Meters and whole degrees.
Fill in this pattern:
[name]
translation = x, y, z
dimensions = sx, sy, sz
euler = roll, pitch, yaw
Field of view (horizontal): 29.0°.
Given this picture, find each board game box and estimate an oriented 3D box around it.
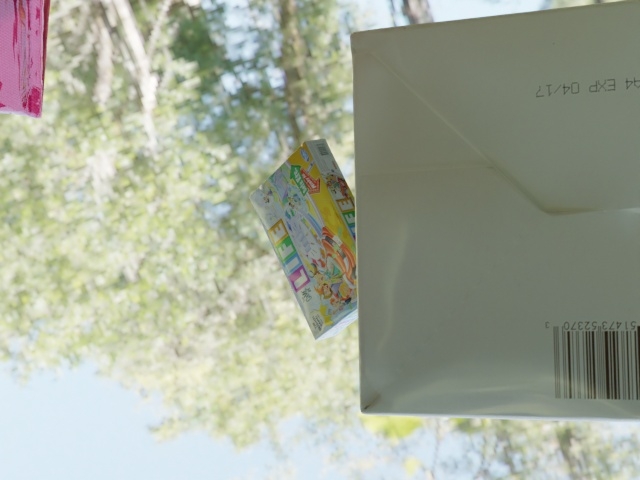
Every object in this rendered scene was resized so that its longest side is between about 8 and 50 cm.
[board game box]
translation = 0.000, 0.000, 1.121
dimensions = 0.026, 0.154, 0.103
euler = -12, 160, -40

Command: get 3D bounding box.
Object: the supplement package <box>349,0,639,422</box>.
[supplement package]
translation = 0.164, -0.011, 0.644
dimensions = 0.262, 0.204, 0.145
euler = -2, 178, 25

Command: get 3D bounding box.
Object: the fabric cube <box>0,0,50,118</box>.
[fabric cube]
translation = -0.251, -0.233, 0.576
dimensions = 0.258, 0.254, 0.259
euler = 4, -122, -12
